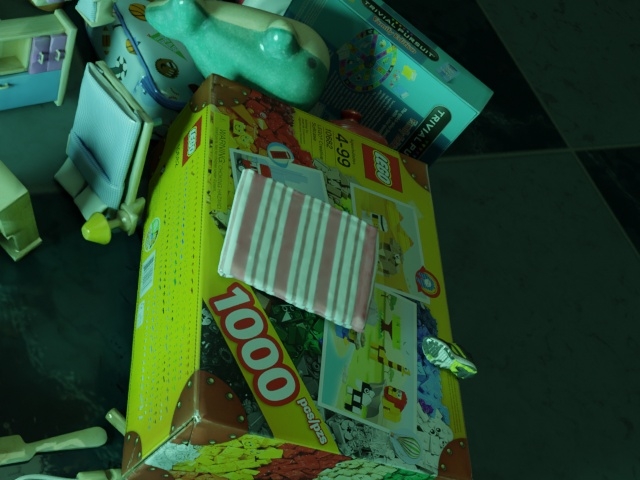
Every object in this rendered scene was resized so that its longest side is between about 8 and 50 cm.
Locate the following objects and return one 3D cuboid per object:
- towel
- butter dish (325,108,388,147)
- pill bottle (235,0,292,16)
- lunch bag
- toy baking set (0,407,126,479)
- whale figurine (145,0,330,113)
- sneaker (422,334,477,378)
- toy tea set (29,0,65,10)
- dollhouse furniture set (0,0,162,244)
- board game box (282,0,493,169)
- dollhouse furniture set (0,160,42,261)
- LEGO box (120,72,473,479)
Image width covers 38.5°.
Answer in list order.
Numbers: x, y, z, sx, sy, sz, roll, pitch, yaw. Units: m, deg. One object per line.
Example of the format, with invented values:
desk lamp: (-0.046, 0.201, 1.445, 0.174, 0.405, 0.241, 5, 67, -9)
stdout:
towel: (-0.022, 0.014, 1.074, 0.197, 0.029, 0.144, 24, 55, -20)
butter dish: (0.038, -0.148, 1.442, 0.160, 0.160, 0.118, 15, 83, -22)
pill bottle: (-0.072, -0.490, 1.639, 0.176, 0.176, 0.319, 9, 52, -26)
lunch bag: (-0.223, -0.298, 1.445, 0.243, 0.115, 0.303, -7, 62, -38)
toy baking set: (-0.248, 0.284, 1.037, 0.256, 0.030, 0.196, 46, 46, 6)
whale figurine: (-0.115, -0.248, 1.276, 0.272, 0.216, 0.141, 21, 74, -39)
sneaker: (0.158, 0.140, 1.137, 0.083, 0.031, 0.035, 37, 28, -20)
toy tea set: (-0.395, -0.513, 1.489, 0.200, 0.124, 0.336, 4, 55, -30)
dollhouse furniture set: (-0.344, -0.172, 1.149, 0.198, 0.286, 0.303, -21, 60, -38)
board game box: (0.069, -0.248, 1.488, 0.336, 0.254, 0.079, 39, 45, -1)
dollhouse furniture set: (-0.462, 0.010, 1.070, 0.242, 0.161, 0.212, -41, 82, -22)
LEGO box: (-0.031, 0.080, 1.191, 0.372, 0.193, 0.500, 19, 48, -28)
